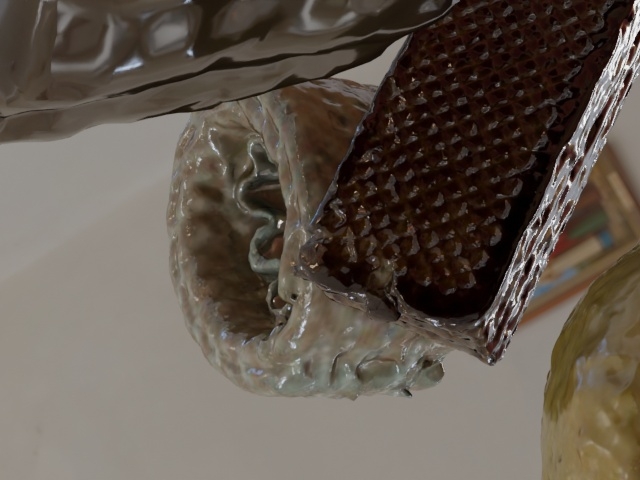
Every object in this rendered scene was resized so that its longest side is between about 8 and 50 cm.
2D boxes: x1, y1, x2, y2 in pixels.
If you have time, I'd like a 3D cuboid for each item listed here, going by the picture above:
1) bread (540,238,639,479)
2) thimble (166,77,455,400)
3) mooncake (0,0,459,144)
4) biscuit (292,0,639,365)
[{"bbox_3d":[0.202,0.103,0.681,0.244,0.134,0.244,19,-127,-26],"label":"bread"},{"bbox_3d":[0.000,-0.007,0.992,0.148,0.196,0.229,3,-150,-31],"label":"thimble"},{"bbox_3d":[-0.063,-0.194,0.466,0.187,0.324,0.324,-14,-112,-31],"label":"mooncake"},{"bbox_3d":[0.120,-0.119,0.788,0.107,0.388,0.073,21,164,24],"label":"biscuit"}]
